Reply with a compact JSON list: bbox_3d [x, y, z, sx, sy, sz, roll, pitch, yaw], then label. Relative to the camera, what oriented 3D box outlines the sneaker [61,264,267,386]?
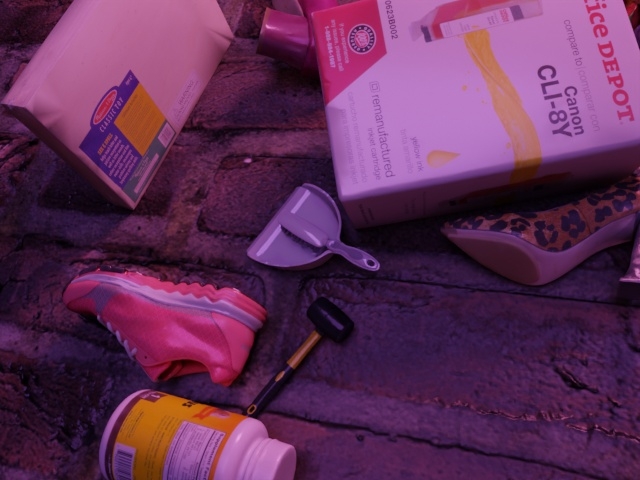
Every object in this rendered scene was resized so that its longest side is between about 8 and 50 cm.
[{"bbox_3d":[-0.236,0.121,0.745,0.313,0.116,0.136,6,66,17],"label":"sneaker"}]

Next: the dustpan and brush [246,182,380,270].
[{"bbox_3d":[0.000,0.000,0.776,0.211,0.060,0.147,30,74,26],"label":"dustpan and brush"}]

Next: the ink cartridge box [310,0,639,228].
[{"bbox_3d":[0.203,-0.195,0.736,0.384,0.160,0.279,-10,76,8],"label":"ink cartridge box"}]

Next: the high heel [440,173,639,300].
[{"bbox_3d":[0.306,-0.033,0.711,0.261,0.093,0.186,15,57,24],"label":"high heel"}]

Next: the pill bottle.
[{"bbox_3d":[-0.143,0.258,0.648,0.215,0.117,0.117,9,66,18],"label":"pill bottle"}]

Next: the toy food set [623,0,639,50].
[{"bbox_3d":[0.452,-0.318,0.768,0.128,0.071,0.218,-21,86,31],"label":"toy food set"}]

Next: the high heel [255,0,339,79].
[{"bbox_3d":[0.000,-0.437,1.002,0.181,0.127,0.377,15,60,-10],"label":"high heel"}]

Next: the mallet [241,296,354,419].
[{"bbox_3d":[-0.028,0.166,0.717,0.062,0.039,0.190,30,79,23],"label":"mallet"}]

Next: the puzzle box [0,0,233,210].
[{"bbox_3d":[-0.294,-0.288,0.881,0.052,0.272,0.409,15,67,21],"label":"puzzle box"}]

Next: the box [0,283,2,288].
[{"bbox_3d":[-0.669,0.117,0.894,0.231,0.056,0.183,12,68,20],"label":"box"}]
